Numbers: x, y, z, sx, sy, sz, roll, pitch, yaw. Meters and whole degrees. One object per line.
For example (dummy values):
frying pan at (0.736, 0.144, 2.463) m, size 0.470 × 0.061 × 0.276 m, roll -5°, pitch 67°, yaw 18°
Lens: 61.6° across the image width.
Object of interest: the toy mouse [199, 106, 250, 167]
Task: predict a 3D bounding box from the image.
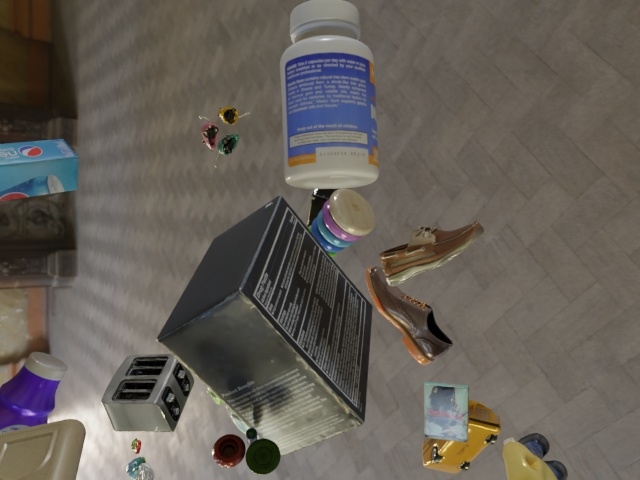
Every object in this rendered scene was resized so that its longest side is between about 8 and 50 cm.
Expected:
toy mouse at (-0.235, -0.240, 1.235) m, size 0.031 × 0.161 × 0.143 m, roll 20°, pitch 103°, yaw 26°

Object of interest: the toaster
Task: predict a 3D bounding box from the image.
toaster at (-0.421, 0.370, 1.304) m, size 0.168 × 0.185 × 0.110 m, roll -76°, pitch -20°, yaw -58°

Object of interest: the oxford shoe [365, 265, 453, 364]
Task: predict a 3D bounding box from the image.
oxford shoe at (0.285, 0.216, 1.726) m, size 0.132 × 0.130 × 0.364 m, roll -39°, pitch 87°, yaw 31°

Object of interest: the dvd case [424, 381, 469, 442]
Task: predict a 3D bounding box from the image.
dvd case at (0.251, 0.342, 1.071) m, size 0.087 × 0.013 × 0.120 m, roll 2°, pitch 105°, yaw 17°

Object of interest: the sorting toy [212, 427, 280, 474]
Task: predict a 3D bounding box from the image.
sorting toy at (-0.108, 0.317, 0.800) m, size 0.042 × 0.101 × 0.061 m, roll 97°, pitch -173°, yaw -50°

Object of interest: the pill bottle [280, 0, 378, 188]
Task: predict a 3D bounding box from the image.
pill bottle at (0.013, -0.225, 0.850) m, size 0.152 × 0.152 × 0.272 m, roll -5°, pitch 86°, yaw 53°

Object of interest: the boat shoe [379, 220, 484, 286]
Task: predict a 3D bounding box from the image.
boat shoe at (0.293, 0.019, 1.488) m, size 0.324 × 0.123 × 0.116 m, roll -30°, pitch 87°, yaw 32°

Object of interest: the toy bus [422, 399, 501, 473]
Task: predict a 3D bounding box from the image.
toy bus at (0.405, 0.572, 1.573) m, size 0.130 × 0.108 × 0.333 m, roll -78°, pitch 4°, yaw -47°

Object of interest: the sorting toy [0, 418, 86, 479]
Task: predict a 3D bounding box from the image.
sorting toy at (-0.433, 0.369, 0.662) m, size 0.307 × 0.229 × 0.041 m, roll -109°, pitch 14°, yaw -57°

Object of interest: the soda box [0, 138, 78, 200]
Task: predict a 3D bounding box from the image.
soda box at (-0.519, -0.114, 0.889) m, size 0.067 × 0.210 × 0.071 m, roll 42°, pitch 129°, yaw 29°

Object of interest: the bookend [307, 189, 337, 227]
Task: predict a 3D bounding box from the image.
bookend at (0.018, -0.136, 1.698) m, size 0.156 × 0.072 × 0.157 m, roll 101°, pitch -173°, yaw -52°

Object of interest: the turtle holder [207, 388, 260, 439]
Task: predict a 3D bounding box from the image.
turtle holder at (-0.156, 0.421, 1.428) m, size 0.243 × 0.320 × 0.228 m, roll -97°, pitch 1°, yaw -62°

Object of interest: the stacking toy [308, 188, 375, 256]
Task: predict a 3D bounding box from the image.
stacking toy at (0.000, 0.000, 1.495) m, size 0.330 × 0.141 × 0.141 m, roll -42°, pitch 58°, yaw 41°

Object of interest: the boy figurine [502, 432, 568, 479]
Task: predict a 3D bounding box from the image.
boy figurine at (0.356, 0.419, 0.882) m, size 0.092 × 0.285 × 0.177 m, roll -37°, pitch 76°, yaw 21°

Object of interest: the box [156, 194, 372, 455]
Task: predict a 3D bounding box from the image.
box at (-0.070, 0.133, 0.905) m, size 0.182 × 0.294 × 0.296 m, roll -29°, pitch 22°, yaw 23°

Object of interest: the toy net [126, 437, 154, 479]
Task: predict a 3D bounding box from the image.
toy net at (-0.503, 0.643, 1.525) m, size 0.232 × 0.045 × 0.122 m, roll -9°, pitch 67°, yaw 60°

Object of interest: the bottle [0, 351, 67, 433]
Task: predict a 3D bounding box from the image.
bottle at (-0.533, 0.330, 0.911) m, size 0.092 × 0.118 × 0.283 m, roll 23°, pitch 81°, yaw 47°
